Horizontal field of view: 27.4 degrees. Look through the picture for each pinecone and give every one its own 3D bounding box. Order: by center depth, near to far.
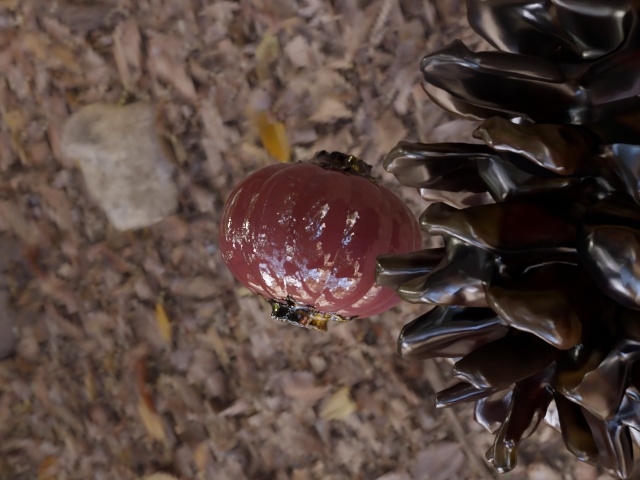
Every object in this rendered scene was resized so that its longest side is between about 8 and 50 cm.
[{"bbox_3d":[0.139,-0.040,0.499,0.246,0.292,0.246,34,168,8],"label":"pinecone"}]

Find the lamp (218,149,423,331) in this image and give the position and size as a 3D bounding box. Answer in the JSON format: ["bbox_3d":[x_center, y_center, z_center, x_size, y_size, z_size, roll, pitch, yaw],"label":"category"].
[{"bbox_3d":[0.000,0.000,0.685,0.107,0.107,0.092,8,80,50],"label":"lamp"}]
